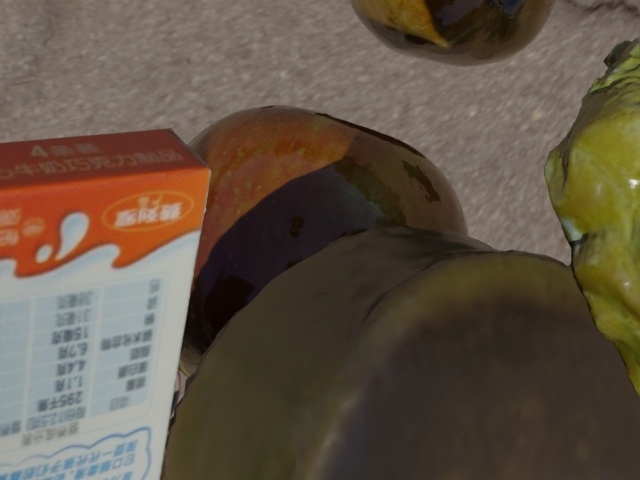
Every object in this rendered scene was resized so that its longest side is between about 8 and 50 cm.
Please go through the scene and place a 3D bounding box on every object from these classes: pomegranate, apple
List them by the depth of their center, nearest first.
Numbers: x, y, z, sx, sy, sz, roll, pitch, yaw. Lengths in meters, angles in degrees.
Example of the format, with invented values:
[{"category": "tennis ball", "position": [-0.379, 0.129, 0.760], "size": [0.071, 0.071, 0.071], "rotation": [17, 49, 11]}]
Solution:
[{"category": "apple", "position": [-0.019, 0.030, 1.248], "size": [0.340, 0.339, 0.339], "rotation": [4, 104, 16]}, {"category": "pomegranate", "position": [0.171, -0.357, 1.582], "size": [0.307, 0.307, 0.307], "rotation": [4, 104, 16]}]

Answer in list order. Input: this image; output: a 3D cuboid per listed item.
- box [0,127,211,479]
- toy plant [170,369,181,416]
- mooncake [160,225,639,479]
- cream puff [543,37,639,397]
[{"category": "box", "position": [-0.188, 0.089, 0.490], "size": [0.048, 0.273, 0.265], "rotation": [43, 131, 43]}, {"category": "toy plant", "position": [-0.354, 0.171, 1.820], "size": [0.317, 0.356, 0.210], "rotation": [-47, 128, 1]}, {"category": "mooncake", "position": [0.081, 0.187, 0.964], "size": [0.394, 0.246, 0.393], "rotation": [33, 80, -35]}, {"category": "cream puff", "position": [0.268, -0.022, 0.787], "size": [0.185, 0.282, 0.281], "rotation": [-18, 97, 30]}]
